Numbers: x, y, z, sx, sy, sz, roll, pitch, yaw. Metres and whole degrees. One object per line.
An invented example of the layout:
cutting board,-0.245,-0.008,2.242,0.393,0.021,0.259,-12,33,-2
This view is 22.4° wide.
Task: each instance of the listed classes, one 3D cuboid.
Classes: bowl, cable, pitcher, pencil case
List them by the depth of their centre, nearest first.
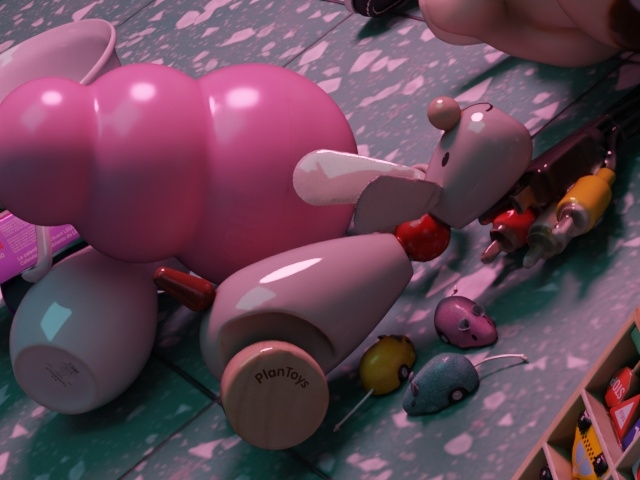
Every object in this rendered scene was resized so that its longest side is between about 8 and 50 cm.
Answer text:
cable,0.235,-0.066,1.368,0.287,0.072,0.139,-35,11,-34
pitcher,-0.222,0.043,1.482,0.125,0.178,0.207,-33,21,36
pencil case,-0.250,0.036,1.644,0.152,0.064,0.070,-26,38,10
bowl,-0.341,-0.127,1.930,0.298,0.134,0.298,-23,29,14

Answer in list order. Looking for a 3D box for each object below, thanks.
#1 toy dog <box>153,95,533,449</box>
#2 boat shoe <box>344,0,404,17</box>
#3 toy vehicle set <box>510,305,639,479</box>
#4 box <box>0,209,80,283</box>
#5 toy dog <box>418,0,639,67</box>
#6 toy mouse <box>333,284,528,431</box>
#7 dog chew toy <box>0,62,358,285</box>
toy dog,0.000,0.000,1.279,0.333,0.161,0.220,-53,18,-20
boat shoe,0.152,-0.360,1.858,0.091,0.114,0.302,39,83,21
toy vehicle set,0.182,0.174,0.920,0.166,0.035,0.267,-59,18,23
box,-0.267,-0.029,1.663,0.293,0.057,0.201,-33,8,-32
toy dog,0.269,-0.269,1.420,0.395,0.284,0.408,7,16,-7
toy mouse,0.095,0.084,1.254,0.143,0.031,0.161,-4,38,42
dog chew toy,-0.138,-0.066,1.430,0.332,0.206,0.206,7,18,-21
